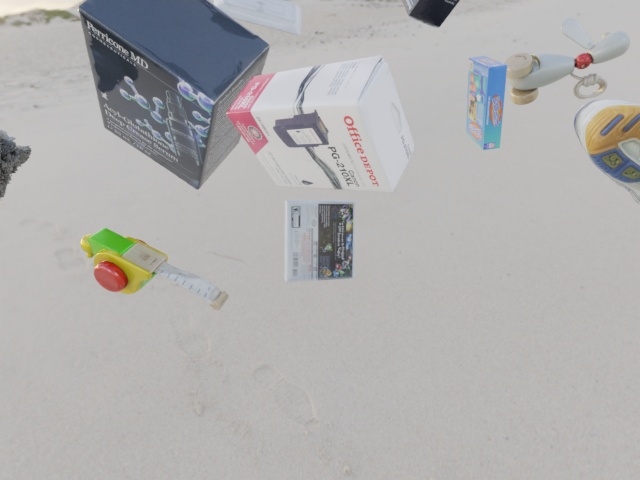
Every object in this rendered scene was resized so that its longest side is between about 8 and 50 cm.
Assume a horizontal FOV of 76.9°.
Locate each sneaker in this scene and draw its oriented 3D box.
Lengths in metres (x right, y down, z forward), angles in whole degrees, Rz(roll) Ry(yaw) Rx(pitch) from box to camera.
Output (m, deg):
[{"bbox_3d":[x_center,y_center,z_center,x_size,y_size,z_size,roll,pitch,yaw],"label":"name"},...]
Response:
[{"bbox_3d":[0.484,-0.097,0.570,0.112,0.296,0.131,-42,13,31],"label":"sneaker"}]

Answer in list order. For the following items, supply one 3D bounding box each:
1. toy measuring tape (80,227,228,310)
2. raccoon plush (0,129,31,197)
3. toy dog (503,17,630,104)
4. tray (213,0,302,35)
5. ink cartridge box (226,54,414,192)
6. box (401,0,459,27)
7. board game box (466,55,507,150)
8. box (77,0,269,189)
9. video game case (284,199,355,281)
[{"bbox_3d":[-0.347,0.080,0.830,0.331,0.121,0.121,26,34,5],"label":"toy measuring tape"},{"bbox_3d":[-0.743,-0.136,0.869,0.216,0.299,0.446,-43,65,-3],"label":"raccoon plush"},{"bbox_3d":[0.723,-0.558,1.247,0.335,0.220,0.160,-4,58,5],"label":"toy dog"},{"bbox_3d":[-0.187,-0.719,1.242,0.271,0.030,0.145,8,61,-14],"label":"tray"},{"bbox_3d":[0.003,-0.170,0.630,0.238,0.172,0.100,8,59,34],"label":"ink cartridge box"},{"bbox_3d":[0.293,-0.666,0.983,0.108,0.207,0.153,2,59,-29],"label":"box"},{"bbox_3d":[0.438,-0.369,1.079,0.047,0.210,0.160,-7,33,4],"label":"board game box"},{"bbox_3d":[-0.334,-0.351,0.946,0.211,0.294,0.395,-59,7,-27],"label":"box"},{"bbox_3d":[0.000,0.000,0.951,0.174,0.190,0.022,-1,5,-20],"label":"video game case"}]
